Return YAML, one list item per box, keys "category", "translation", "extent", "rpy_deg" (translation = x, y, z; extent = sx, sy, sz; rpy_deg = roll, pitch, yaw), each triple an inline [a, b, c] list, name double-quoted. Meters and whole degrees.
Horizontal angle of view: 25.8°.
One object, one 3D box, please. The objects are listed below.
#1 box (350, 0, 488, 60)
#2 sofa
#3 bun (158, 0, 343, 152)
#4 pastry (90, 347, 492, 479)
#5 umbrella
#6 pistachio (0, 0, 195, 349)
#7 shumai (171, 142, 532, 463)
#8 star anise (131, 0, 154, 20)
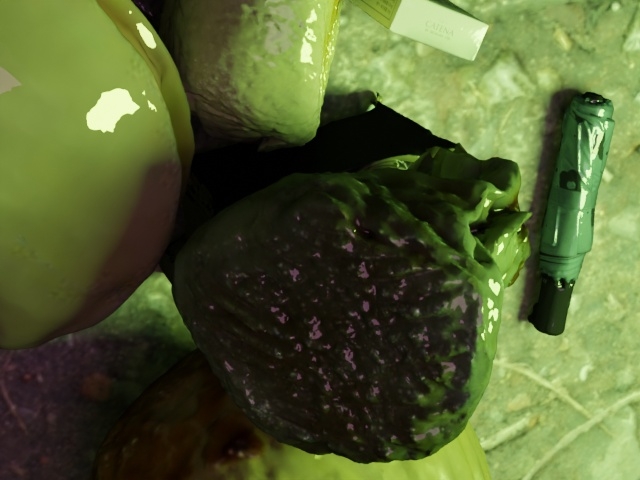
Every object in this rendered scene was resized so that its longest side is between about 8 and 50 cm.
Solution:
- category: "box"
  translation: [0.073, -0.201, 1.195]
  extent: [0.083, 0.154, 0.040]
  rpy_deg: [14, 108, -24]
- category: "sofa"
  translation: [0.000, 0.000, 1.223]
  extent: [0.258, 0.200, 0.182]
  rpy_deg: [-17, 113, -15]
- category: "bun"
  translation: [-0.056, -0.188, 1.137]
  extent: [0.153, 0.244, 0.244]
  rpy_deg: [11, 108, 7]
- category: "pastry"
  translation: [-0.042, 0.254, 1.233]
  extent: [0.388, 0.312, 0.388]
  rpy_deg: [-41, 161, -17]
- category: "umbrella"
  translation: [0.251, -0.023, 1.387]
  extent: [0.052, 0.053, 0.251]
  rpy_deg: [0, 109, -22]
- category: "pistachio"
  translation: [-0.305, -0.091, 1.027]
  extent: [0.445, 0.281, 0.365]
  rpy_deg: [36, 118, -28]
- category: "shumai"
  translation: [0.034, 0.039, 1.074]
  extent: [0.260, 0.222, 0.225]
  rpy_deg: [-4, 107, 19]
- category: "star anise"
  translation: [-0.160, -0.232, 1.115]
  extent: [0.056, 0.129, 0.124]
  rpy_deg: [-47, 118, -39]
